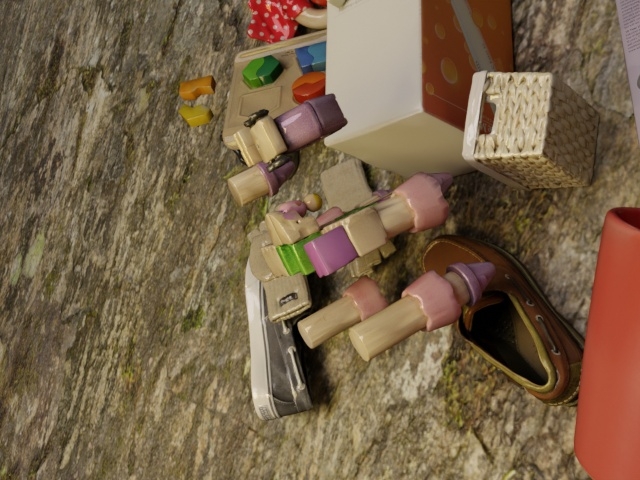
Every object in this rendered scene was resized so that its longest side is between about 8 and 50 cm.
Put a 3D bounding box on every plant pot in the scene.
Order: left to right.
[{"bbox_3d":[0.366,0.121,0.735,0.275,0.274,0.243,29,111,45],"label":"plant pot"}]

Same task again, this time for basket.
[{"bbox_3d":[0.261,-0.132,0.966,0.103,0.167,0.113,3,82,39],"label":"basket"}]

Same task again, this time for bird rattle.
[{"bbox_3d":[-0.020,-0.447,1.368,0.206,0.143,0.254,23,99,30],"label":"bird rattle"}]

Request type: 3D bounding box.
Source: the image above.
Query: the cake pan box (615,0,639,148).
[{"bbox_3d":[0.465,-0.242,0.859,0.266,0.070,0.246,-20,67,41],"label":"cake pan box"}]

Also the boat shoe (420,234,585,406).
[{"bbox_3d":[0.217,0.081,0.990,0.307,0.104,0.111,44,112,44],"label":"boat shoe"}]

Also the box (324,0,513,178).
[{"bbox_3d":[0.138,-0.280,1.089,0.168,0.215,0.346,-13,70,43],"label":"box"}]

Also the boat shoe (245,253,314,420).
[{"bbox_3d":[-0.058,0.135,1.263,0.102,0.108,0.301,-12,53,9],"label":"boat shoe"}]

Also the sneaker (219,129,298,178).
[{"bbox_3d":[-0.108,-0.224,1.377,0.087,0.130,0.228,-14,72,40],"label":"sneaker"}]

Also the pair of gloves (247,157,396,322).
[{"bbox_3d":[0.000,0.000,1.235,0.240,0.042,0.204,-32,54,11],"label":"pair of gloves"}]

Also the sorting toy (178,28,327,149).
[{"bbox_3d":[-0.101,-0.251,1.313,0.307,0.041,0.229,-11,49,13],"label":"sorting toy"}]

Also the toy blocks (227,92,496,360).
[{"bbox_3d":[0.067,-0.044,0.994,0.309,0.260,0.288,64,164,-5],"label":"toy blocks"}]

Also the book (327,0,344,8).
[{"bbox_3d":[0.014,-0.391,1.070,0.096,0.035,0.144,-50,48,20],"label":"book"}]
